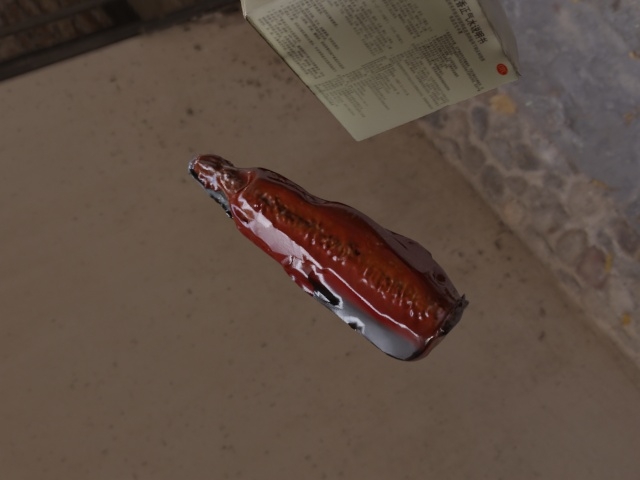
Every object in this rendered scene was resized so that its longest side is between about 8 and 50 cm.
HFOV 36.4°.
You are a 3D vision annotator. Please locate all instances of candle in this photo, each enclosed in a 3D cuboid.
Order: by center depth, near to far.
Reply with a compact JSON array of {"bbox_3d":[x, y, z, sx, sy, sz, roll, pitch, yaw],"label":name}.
[{"bbox_3d":[0.000,0.000,0.488,0.162,0.053,0.048,35,-177,14],"label":"candle"}]

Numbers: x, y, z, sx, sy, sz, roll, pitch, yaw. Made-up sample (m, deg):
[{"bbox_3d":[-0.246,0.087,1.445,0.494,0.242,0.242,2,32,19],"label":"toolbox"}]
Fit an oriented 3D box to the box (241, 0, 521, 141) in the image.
[{"bbox_3d":[0.054,-0.193,0.811,0.212,0.168,0.095,41,-143,-54],"label":"box"}]
